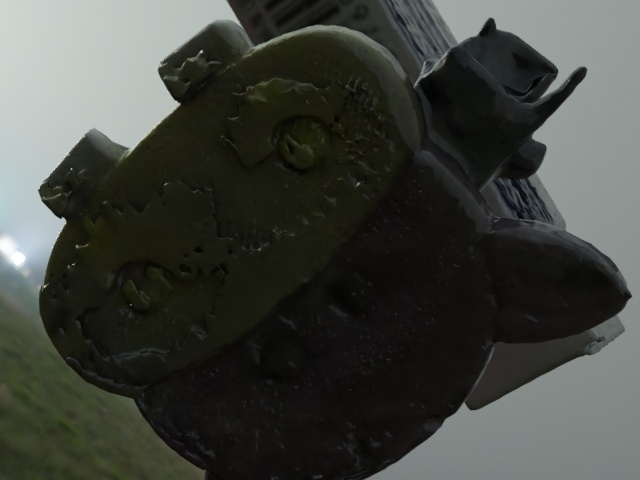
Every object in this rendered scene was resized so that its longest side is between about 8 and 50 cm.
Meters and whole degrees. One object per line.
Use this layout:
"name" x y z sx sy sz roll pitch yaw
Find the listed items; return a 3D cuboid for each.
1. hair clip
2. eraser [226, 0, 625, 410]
"hair clip" 0.000 0.000 0.364 0.146 0.187 0.056 49 0 0
"eraser" 0.049 -0.053 0.641 0.287 0.086 0.130 61 18 10
